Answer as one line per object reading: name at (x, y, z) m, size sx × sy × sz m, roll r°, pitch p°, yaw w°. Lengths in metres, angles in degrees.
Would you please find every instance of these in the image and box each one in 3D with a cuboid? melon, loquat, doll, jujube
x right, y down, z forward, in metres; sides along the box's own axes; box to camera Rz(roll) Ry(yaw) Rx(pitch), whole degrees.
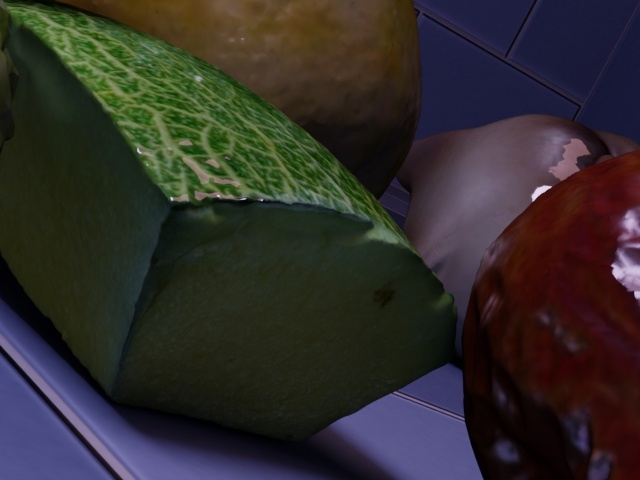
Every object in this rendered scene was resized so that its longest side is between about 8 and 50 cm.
melon at (-0.101, -0.036, 0.733) m, size 0.323 × 0.124 × 0.196 m, roll 34°, pitch 1°, yaw 40°
loquat at (-0.075, -0.124, 1.098) m, size 0.276 × 0.276 × 0.284 m, roll 22°, pitch 33°, yaw -52°
doll at (0.233, 0.040, 1.264) m, size 0.370 × 0.226 × 0.215 m, roll 30°, pitch 48°, yaw -18°
jujube at (0.146, 0.077, 0.638) m, size 0.190 × 0.190 × 0.255 m, roll 27°, pitch 22°, yaw -16°

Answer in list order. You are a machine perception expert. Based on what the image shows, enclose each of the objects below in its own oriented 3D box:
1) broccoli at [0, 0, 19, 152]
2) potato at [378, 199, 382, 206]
broccoli at (-0.195, -0.069, 0.354) m, size 0.302 × 0.186 × 0.254 m, roll 18°, pitch 51°, yaw -64°
potato at (-0.013, -0.029, 1.363) m, size 0.107 × 0.080 × 0.170 m, roll 22°, pitch -1°, yaw 23°
